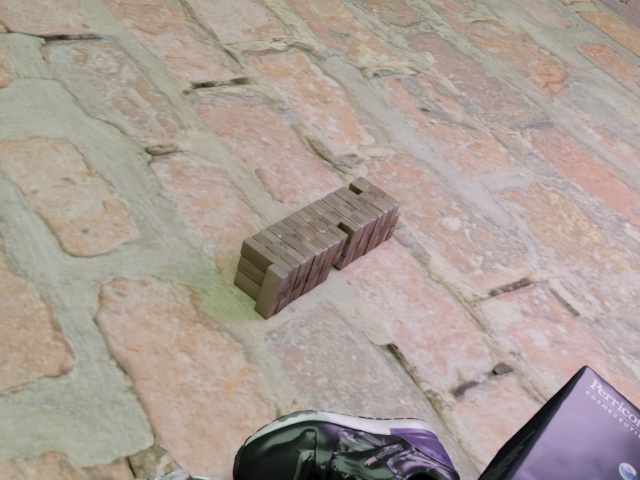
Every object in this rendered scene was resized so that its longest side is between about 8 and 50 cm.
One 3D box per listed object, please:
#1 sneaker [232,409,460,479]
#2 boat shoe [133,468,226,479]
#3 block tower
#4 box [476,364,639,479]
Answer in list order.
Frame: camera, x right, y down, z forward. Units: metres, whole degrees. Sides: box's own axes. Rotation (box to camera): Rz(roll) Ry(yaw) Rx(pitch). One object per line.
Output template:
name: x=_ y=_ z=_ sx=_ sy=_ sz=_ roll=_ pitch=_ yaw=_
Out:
sneaker: x=0.040 y=0.280 z=1.059 sx=0.283 sy=0.107 sz=0.124 roll=1 pitch=25 yaw=-21
boat shoe: x=-0.168 y=0.297 z=0.981 sx=0.276 sy=0.096 sz=0.098 roll=5 pitch=41 yaw=-17
block tower: x=0.000 y=0.000 z=1.418 sx=0.097 sy=0.091 sz=0.335 roll=35 pitch=40 yaw=20
box: x=0.276 y=0.382 z=0.946 sx=0.293 sy=0.212 sz=0.395 roll=41 pitch=42 yaw=12
